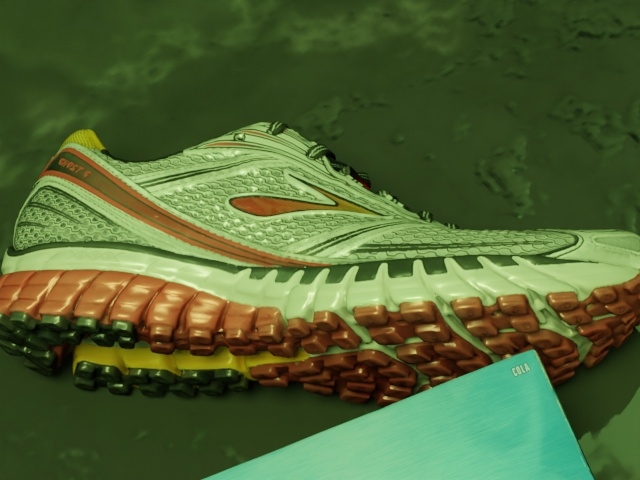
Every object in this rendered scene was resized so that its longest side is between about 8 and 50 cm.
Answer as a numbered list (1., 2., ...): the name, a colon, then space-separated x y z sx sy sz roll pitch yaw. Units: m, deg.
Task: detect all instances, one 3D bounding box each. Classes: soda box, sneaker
1. soda box: -0.014 0.112 0.524 0.210 0.067 0.071 -22 65 -1
2. sneaker: 0.000 0.000 0.561 0.225 0.088 0.092 4 66 10
